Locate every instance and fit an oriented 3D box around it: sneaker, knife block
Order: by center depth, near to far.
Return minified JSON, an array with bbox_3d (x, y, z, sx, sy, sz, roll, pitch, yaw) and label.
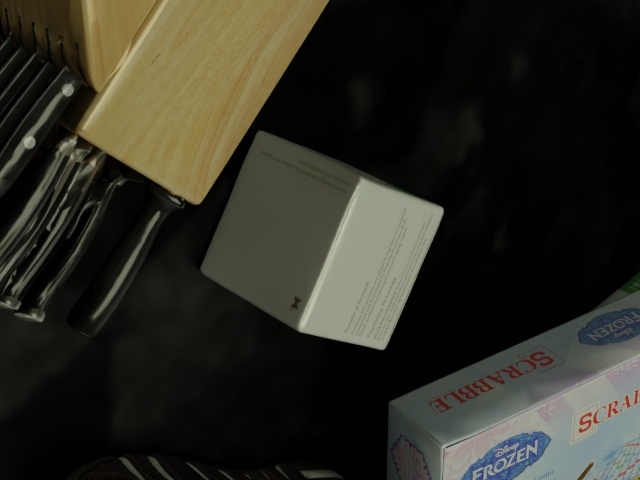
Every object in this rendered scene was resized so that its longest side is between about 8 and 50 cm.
[{"bbox_3d":[-0.085,-0.079,0.676,0.276,0.088,0.242,-24,128,-34],"label":"knife block"},{"bbox_3d":[-0.079,0.237,0.851,0.281,0.106,0.162,14,105,-48],"label":"sneaker"}]

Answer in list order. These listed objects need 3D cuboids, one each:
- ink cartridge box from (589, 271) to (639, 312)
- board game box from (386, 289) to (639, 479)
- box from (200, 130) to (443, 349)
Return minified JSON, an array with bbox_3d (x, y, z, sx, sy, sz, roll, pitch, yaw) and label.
[{"bbox_3d":[0.266,0.143,1.142,0.208,0.087,0.153,-33,132,-26],"label":"ink cartridge box"},{"bbox_3d":[0.193,0.210,1.003,0.319,0.066,0.318,-19,126,-29],"label":"board game box"},{"bbox_3d":[0.000,0.000,0.792,0.087,0.101,0.102,16,99,-47],"label":"box"}]
